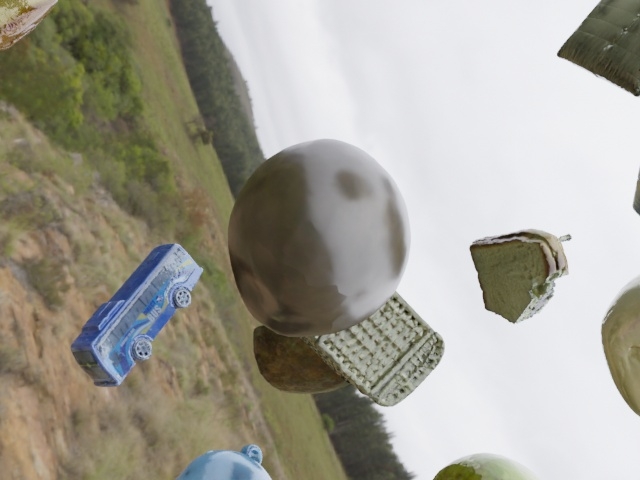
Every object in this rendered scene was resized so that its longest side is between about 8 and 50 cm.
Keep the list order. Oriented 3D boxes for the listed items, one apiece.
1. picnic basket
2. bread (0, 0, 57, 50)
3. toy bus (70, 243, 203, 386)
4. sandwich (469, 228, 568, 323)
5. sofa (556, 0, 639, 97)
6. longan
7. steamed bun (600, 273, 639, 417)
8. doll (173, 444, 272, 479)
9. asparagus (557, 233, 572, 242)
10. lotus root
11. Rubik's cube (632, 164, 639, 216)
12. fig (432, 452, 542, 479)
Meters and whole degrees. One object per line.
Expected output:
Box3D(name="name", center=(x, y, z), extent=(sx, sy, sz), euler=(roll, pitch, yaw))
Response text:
Box3D(name="picnic basket", center=(0.068, 0.144, 0.932), extent=(0.154, 0.134, 0.196), euler=(48, -11, -8))
Box3D(name="bread", center=(-0.409, -0.303, 0.830), extent=(0.086, 0.125, 0.156), euler=(58, 11, -30))
Box3D(name="toy bus", center=(-0.278, 0.108, 0.976), extent=(0.094, 0.079, 0.236), euler=(51, 47, -21))
Box3D(name="sandwich", center=(0.202, 0.034, 0.637), extent=(0.105, 0.036, 0.093), euler=(-21, -93, 60))
Box3D(name="sofa", center=(0.542, -0.281, 1.002), extent=(0.225, 0.176, 0.210), euler=(26, 20, -34))
Box3D(name="longan", center=(0.000, 0.000, 0.638), extent=(0.198, 0.198, 0.212), euler=(-111, -164, -44))
Box3D(name="steamed bun", center=(0.708, 0.179, 1.187), extent=(0.233, 0.334, 0.311), euler=(-28, 100, -53))
Box3D(name="doll", center=(-0.152, 0.407, 0.846), extent=(0.177, 0.141, 0.314), euler=(55, 42, -23))
Box3D(name="asparagus", center=(0.443, 0.008, 1.223), extent=(0.015, 0.127, 0.018), euler=(46, -41, 33))
Box3D(name="lotus root", center=(0.020, 0.247, 1.408), extent=(0.210, 0.314, 0.141), euler=(62, 17, -62))
Box3D(name="Rubik's cube", center=(0.591, -0.084, 0.803), extent=(0.259, 0.253, 0.256), euler=(-109, -179, -45))
Box3D(name="fig", center=(0.388, 0.601, 1.407), extent=(0.258, 0.326, 0.258), euler=(-19, -115, 47))
